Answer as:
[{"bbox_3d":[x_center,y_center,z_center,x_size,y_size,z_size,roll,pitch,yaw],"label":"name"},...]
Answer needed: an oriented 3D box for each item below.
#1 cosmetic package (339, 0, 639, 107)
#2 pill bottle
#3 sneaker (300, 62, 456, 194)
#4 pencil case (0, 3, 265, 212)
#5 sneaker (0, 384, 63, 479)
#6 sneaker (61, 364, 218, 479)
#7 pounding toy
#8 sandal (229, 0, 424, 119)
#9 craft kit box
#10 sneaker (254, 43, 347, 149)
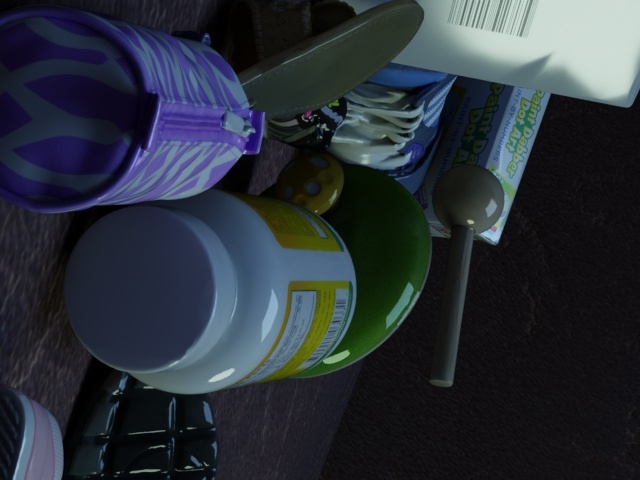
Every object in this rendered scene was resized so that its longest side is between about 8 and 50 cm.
[{"bbox_3d":[0.131,-0.233,1.079,0.138,0.224,0.225,102,-1,-47],"label":"cosmetic package"},{"bbox_3d":[-0.062,0.028,0.868,0.118,0.117,0.208,-71,163,5],"label":"pill bottle"},{"bbox_3d":[0.048,-0.092,1.348,0.323,0.130,0.236,-59,163,-81],"label":"sneaker"},{"bbox_3d":[-0.085,-0.053,0.651,0.206,0.088,0.086,-25,132,-79],"label":"pencil case"},{"bbox_3d":[-0.161,0.138,0.732,0.070,0.051,0.134,49,57,-76],"label":"sneaker"},{"bbox_3d":[-0.131,0.177,0.998,0.106,0.101,0.267,-122,-144,-60],"label":"sneaker"},{"bbox_3d":[0.000,0.000,1.102,0.110,0.237,0.183,48,55,-46],"label":"pounding toy"},{"bbox_3d":[-0.035,-0.117,0.930,0.240,0.079,0.088,-36,165,-37],"label":"sandal"},{"bbox_3d":[0.123,-0.124,1.546,0.061,0.246,0.250,29,76,-37],"label":"craft kit box"},{"bbox_3d":[-0.016,-0.110,1.057,0.170,0.074,0.063,87,23,-70],"label":"sneaker"}]
